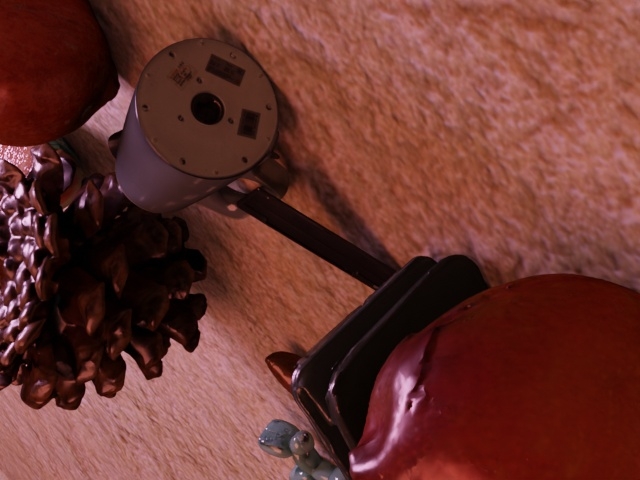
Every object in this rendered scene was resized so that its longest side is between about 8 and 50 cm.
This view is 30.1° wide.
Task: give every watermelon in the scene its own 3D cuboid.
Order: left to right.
[{"bbox_3d":[-0.426,-0.131,1.772,0.231,0.128,0.146,-35,69,42],"label":"watermelon"}]

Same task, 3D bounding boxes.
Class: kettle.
[{"bbox_3d":[-0.135,-0.105,1.389,0.211,0.160,0.243,22,160,-13],"label":"kettle"}]

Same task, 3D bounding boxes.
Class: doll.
[{"bbox_3d":[-0.001,0.335,1.764,0.158,0.059,0.159,-3,131,53],"label":"doll"}]

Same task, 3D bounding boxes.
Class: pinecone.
[{"bbox_3d":[-0.320,0.055,1.633,0.384,0.384,0.384,33,147,25],"label":"pinecone"}]

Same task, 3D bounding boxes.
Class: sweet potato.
[{"bbox_3d":[0.007,0.231,1.654,0.214,0.050,0.050,47,150,-5],"label":"sweet potato"}]

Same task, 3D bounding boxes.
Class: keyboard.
[{"bbox_3d":[0.000,0.000,1.359,0.202,0.011,0.067,31,152,-16],"label":"keyboard"}]

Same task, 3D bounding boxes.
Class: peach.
[{"bbox_3d":[-0.355,-0.220,1.454,0.232,0.257,0.232,-22,64,55],"label":"peach"},{"bbox_3d":[0.209,0.206,1.084,0.373,0.290,0.372,3,116,6],"label":"peach"}]

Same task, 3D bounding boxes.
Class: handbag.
[{"bbox_3d":[0.114,0.174,1.246,0.079,0.247,0.260,-4,121,51],"label":"handbag"}]
